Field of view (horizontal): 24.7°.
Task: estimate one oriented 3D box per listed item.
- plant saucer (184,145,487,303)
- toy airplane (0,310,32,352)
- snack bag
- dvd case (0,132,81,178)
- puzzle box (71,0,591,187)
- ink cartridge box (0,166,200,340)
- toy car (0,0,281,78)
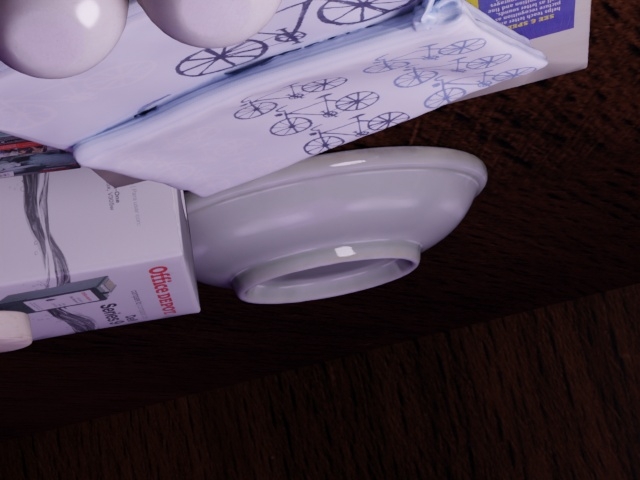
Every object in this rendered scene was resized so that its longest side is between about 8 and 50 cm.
[{"bbox_3d":[0.000,0.000,1.656,0.400,0.100,0.400,-10,168,-2],"label":"plant saucer"},{"bbox_3d":[-0.428,0.084,1.028,0.386,0.272,0.384,5,-177,1],"label":"toy airplane"},{"bbox_3d":[-0.048,-0.109,0.980,0.323,0.037,0.342,-18,165,24],"label":"snack bag"},{"bbox_3d":[-0.245,-0.077,1.225,0.087,0.013,0.119,-8,167,-10],"label":"dvd case"},{"bbox_3d":[-0.003,-0.141,1.073,0.409,0.052,0.272,-14,166,5],"label":"puzzle box"},{"bbox_3d":[-0.269,0.013,1.402,0.289,0.121,0.211,-10,163,-3],"label":"ink cartridge box"},{"bbox_3d":[-0.102,-0.176,0.728,0.182,0.159,0.136,-10,131,1],"label":"toy car"}]
